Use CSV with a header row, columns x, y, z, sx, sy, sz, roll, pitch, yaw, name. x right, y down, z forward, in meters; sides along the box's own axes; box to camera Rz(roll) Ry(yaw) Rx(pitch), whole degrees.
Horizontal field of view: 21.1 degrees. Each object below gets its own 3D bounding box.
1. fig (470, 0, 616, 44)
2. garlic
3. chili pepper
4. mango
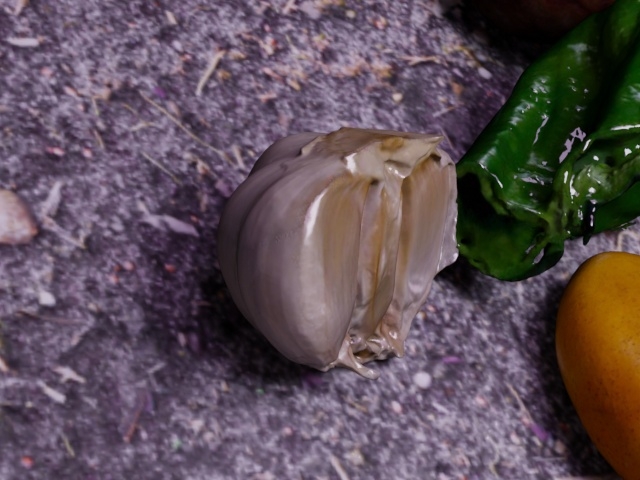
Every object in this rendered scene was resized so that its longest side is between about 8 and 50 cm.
x,y,z,sx,sy,sz,roll,pitch,yaw,name
0.237,-0.278,1.573,0.235,0.235,0.214,-16,98,-37,fig
0.000,0.000,1.260,0.143,0.178,0.229,13,18,24,garlic
0.250,-0.107,1.422,0.167,0.213,0.385,48,48,10,chili pepper
0.263,0.100,1.315,0.154,0.126,0.252,-12,47,-12,mango
